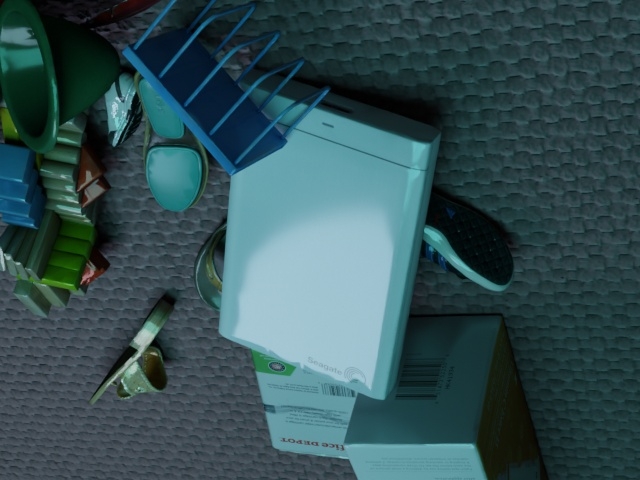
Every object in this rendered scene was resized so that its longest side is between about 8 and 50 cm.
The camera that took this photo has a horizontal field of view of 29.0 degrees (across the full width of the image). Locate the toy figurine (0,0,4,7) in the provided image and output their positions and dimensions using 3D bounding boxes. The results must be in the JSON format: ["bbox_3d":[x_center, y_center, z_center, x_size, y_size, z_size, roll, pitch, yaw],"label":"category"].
[{"bbox_3d":[-0.456,-0.330,1.227,0.191,0.217,0.362,-21,123,34],"label":"toy figurine"}]

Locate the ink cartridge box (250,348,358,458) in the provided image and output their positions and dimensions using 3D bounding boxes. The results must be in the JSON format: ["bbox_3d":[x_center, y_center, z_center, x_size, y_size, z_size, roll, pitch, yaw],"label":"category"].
[{"bbox_3d":[0.001,0.192,1.659,0.153,0.087,0.208,5,133,14],"label":"ink cartridge box"}]

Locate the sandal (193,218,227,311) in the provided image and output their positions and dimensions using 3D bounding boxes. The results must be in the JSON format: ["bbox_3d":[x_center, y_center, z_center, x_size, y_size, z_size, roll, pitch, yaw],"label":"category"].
[{"bbox_3d":[-0.103,0.025,1.554,0.090,0.060,0.219,30,135,-10],"label":"sandal"}]

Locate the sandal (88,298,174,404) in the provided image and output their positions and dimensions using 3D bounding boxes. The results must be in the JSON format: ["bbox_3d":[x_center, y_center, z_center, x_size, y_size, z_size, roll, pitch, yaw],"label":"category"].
[{"bbox_3d":[-0.246,0.181,1.735,0.079,0.088,0.240,34,129,-6],"label":"sandal"}]

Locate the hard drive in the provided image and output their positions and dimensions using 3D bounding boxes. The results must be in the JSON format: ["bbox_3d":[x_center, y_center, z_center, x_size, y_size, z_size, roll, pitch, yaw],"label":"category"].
[{"bbox_3d":[0.000,0.000,1.425,0.233,0.047,0.353,20,126,19],"label":"hard drive"}]

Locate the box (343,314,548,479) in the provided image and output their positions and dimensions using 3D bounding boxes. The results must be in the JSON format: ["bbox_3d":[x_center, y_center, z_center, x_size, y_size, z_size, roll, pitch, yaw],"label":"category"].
[{"bbox_3d":[0.174,0.292,1.603,0.168,0.215,0.345,-3,132,22],"label":"box"}]

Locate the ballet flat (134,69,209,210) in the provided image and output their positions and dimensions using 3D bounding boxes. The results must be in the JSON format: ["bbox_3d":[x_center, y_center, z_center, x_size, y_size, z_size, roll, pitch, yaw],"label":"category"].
[{"bbox_3d":[-0.163,-0.130,1.422,0.080,0.073,0.232,9,141,5],"label":"ballet flat"}]

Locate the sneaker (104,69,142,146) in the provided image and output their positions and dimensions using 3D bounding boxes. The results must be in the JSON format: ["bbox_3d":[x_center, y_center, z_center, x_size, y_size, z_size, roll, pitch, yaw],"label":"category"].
[{"bbox_3d":[-0.233,-0.156,1.449,0.043,0.040,0.109,34,133,9],"label":"sneaker"}]

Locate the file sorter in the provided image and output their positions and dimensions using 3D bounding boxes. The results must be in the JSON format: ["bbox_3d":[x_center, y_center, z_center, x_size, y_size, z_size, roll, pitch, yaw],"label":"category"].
[{"bbox_3d":[-0.091,-0.176,1.279,0.170,0.118,0.104,48,121,3],"label":"file sorter"}]

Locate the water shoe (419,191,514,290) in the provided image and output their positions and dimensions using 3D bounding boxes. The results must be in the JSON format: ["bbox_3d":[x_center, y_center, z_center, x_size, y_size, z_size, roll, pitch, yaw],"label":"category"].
[{"bbox_3d":[0.135,-0.007,1.447,0.203,0.073,0.080,36,152,-7],"label":"water shoe"}]

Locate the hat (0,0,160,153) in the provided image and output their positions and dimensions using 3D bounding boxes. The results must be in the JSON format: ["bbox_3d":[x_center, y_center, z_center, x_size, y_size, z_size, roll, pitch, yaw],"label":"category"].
[{"bbox_3d":[-0.234,-0.196,1.348,0.208,0.183,0.173,3,105,60],"label":"hat"}]

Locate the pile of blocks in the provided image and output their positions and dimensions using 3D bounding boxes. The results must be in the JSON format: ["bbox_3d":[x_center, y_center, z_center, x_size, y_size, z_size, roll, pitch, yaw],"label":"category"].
[{"bbox_3d":[-0.317,-0.039,1.505,0.112,0.149,0.362,10,134,10],"label":"pile of blocks"}]
